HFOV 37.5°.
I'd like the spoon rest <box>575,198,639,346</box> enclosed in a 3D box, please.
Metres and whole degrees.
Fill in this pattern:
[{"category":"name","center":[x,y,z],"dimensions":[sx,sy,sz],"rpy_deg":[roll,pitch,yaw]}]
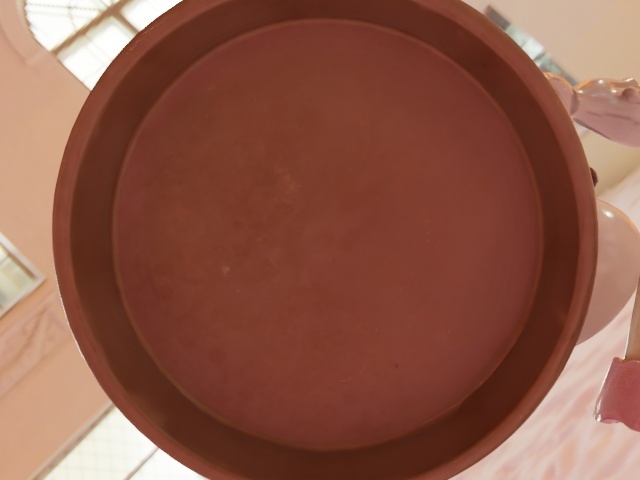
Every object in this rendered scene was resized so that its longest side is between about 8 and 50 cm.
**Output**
[{"category":"spoon rest","center":[0.129,-0.002,0.740],"dimensions":[0.137,0.276,0.084],"rpy_deg":[-48,-48,-6]}]

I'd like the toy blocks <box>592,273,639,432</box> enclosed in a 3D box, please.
[{"category":"toy blocks","center":[0.312,0.145,0.458],"dimensions":[0.288,0.309,0.260],"rpy_deg":[71,-149,-86]}]

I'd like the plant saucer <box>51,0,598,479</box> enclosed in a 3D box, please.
[{"category":"plant saucer","center":[0.000,0.000,0.491],"dimensions":[0.278,0.278,0.041],"rpy_deg":[-48,1,9]}]

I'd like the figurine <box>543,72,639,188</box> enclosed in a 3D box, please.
[{"category":"figurine","center":[0.273,-0.118,1.122],"dimensions":[0.209,0.092,0.215],"rpy_deg":[0,-36,-35]}]
